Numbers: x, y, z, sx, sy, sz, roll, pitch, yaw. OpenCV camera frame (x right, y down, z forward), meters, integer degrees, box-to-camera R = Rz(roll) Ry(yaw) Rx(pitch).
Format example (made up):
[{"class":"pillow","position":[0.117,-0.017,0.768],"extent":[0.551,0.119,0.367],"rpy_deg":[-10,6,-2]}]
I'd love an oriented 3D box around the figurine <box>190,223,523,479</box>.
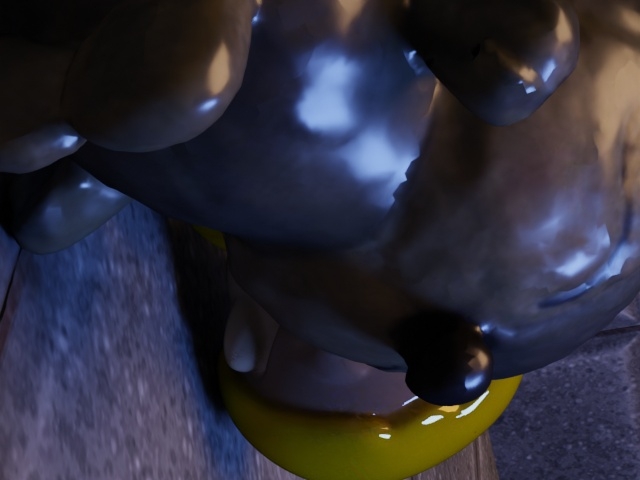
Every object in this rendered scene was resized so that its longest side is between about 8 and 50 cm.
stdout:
[{"class":"figurine","position":[0.000,0.000,0.937],"extent":[0.187,0.215,0.343],"rpy_deg":[29,-17,40]}]

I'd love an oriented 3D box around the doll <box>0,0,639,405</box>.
[{"class":"doll","position":[0.040,-0.120,0.705],"extent":[0.382,0.252,0.378],"rpy_deg":[24,71,-45]}]
